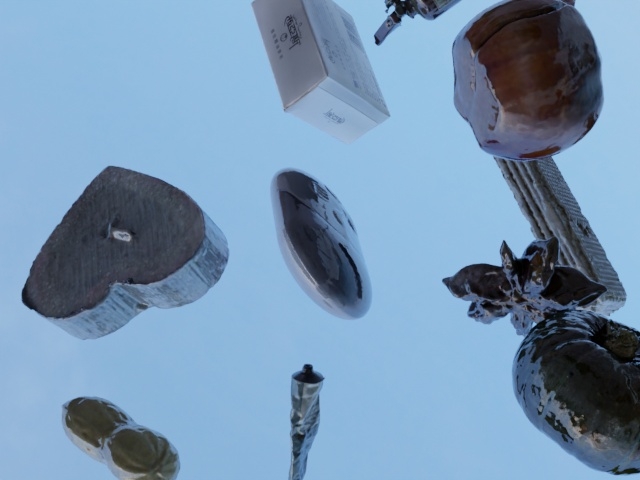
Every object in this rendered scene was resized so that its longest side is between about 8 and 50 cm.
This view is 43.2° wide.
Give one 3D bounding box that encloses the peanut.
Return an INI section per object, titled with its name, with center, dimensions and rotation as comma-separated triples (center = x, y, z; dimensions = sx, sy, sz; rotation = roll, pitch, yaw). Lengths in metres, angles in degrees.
[peanut]
center = -0.261, 0.257, 1.037
dimensions = 0.187, 0.082, 0.082
rotation = 26, -131, 29

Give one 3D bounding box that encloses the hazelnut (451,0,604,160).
[hazelnut]
center = 0.198, -0.153, 0.768
dimensions = 0.143, 0.143, 0.154
rotation = -12, -102, -27

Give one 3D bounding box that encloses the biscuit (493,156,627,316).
[biscuit]
center = 0.456, -0.049, 1.580
dimensions = 0.144, 0.078, 0.426
rotation = 9, -128, -49

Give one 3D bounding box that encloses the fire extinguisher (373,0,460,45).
[fire extinguisher]
center = 0.186, -0.377, 1.225
dimensions = 0.252, 0.106, 0.075
rotation = -35, -113, 10

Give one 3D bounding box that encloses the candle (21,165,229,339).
[candle]
center = -0.190, 0.002, 0.785
dimensions = 0.192, 0.068, 0.168
rotation = -19, -127, 8

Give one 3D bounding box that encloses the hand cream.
[hand cream]
center = -0.036, 0.309, 1.285
dimensions = 0.052, 0.248, 0.075
rotation = 15, -160, 15

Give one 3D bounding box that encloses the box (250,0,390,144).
[box]
center = -0.001, -0.345, 1.539
dimensions = 0.203, 0.116, 0.274
rotation = 21, -136, -50

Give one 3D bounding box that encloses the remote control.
[remote control]
center = 0.000, 0.000, 1.360
dimensions = 0.221, 0.103, 0.332
rotation = 43, -159, -32

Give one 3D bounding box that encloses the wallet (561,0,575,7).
[wallet]
center = 0.331, -0.269, 1.206
dimensions = 0.103, 0.197, 0.020
rotation = -14, -152, -17

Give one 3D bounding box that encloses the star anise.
[star anise]
center = 0.295, 0.079, 1.146
dimensions = 0.197, 0.212, 0.073
rotation = 33, -131, -14

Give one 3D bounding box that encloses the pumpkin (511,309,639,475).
[pumpkin]
center = 0.342, 0.176, 0.976
dimensions = 0.223, 0.157, 0.224
rotation = 14, -157, -6
